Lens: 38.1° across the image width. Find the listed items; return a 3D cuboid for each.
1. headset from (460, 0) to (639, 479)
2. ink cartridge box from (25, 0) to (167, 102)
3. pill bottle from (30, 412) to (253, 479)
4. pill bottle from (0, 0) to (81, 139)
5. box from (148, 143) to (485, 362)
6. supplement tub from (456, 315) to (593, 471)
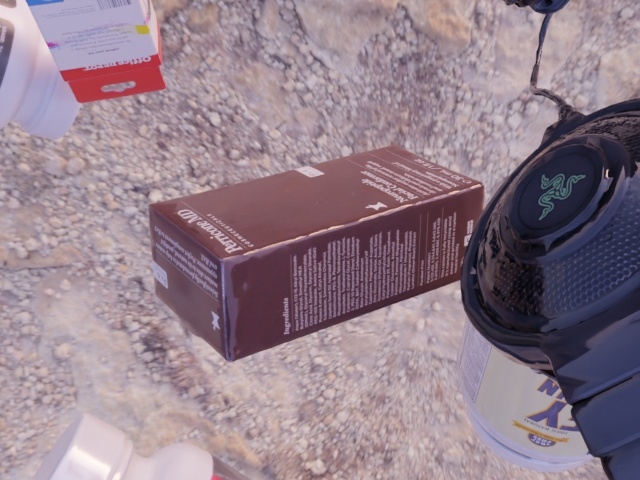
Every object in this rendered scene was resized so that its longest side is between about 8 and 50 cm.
[{"bbox_3d":[0.185,-0.002,0.430,0.185,0.243,0.394,-35,60,29],"label":"headset"},{"bbox_3d":[-0.285,-0.285,1.190,0.134,0.231,0.078,-9,58,0],"label":"ink cartridge box"},{"bbox_3d":[-0.092,0.276,0.752,0.318,0.176,0.176,34,90,-13],"label":"pill bottle"},{"bbox_3d":[-0.514,-0.266,1.267,0.362,0.210,0.210,15,87,-33],"label":"pill bottle"},{"bbox_3d":[0.000,0.000,1.153,0.381,0.191,0.143,-18,121,-30],"label":"box"},{"bbox_3d":[0.284,0.113,1.076,0.235,0.325,0.236,0,54,0],"label":"supplement tub"}]
